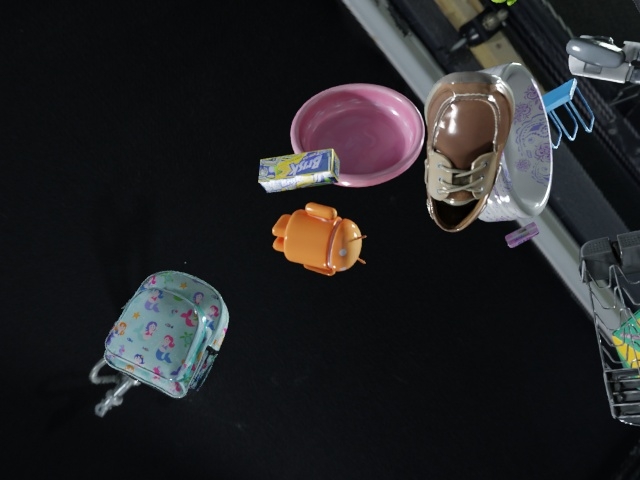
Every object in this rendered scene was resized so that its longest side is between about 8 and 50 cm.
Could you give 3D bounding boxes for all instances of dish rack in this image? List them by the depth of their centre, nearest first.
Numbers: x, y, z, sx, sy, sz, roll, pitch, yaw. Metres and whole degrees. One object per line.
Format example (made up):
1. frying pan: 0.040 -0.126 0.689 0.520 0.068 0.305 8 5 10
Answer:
1. dish rack: 0.428 0.096 0.648 0.074 0.208 0.272 45 -140 -41

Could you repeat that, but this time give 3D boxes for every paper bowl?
1. paper bowl: 0.321 -0.176 1.033 0.284 0.148 0.284 7 -99 -50

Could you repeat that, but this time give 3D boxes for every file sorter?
1. file sorter: 0.524 -0.270 1.264 0.104 0.170 0.118 52 -138 -11

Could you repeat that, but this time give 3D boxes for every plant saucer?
1. plant saucer: 0.093 -0.257 1.387 0.332 0.084 0.332 -2 -124 3

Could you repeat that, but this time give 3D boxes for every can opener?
1. can opener: 0.585 -0.309 0.982 0.093 0.280 0.074 -43 -36 -47

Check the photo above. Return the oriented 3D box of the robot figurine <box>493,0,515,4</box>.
1. robot figurine: 0.488 -0.677 1.459 0.101 0.067 0.115 51 -123 -7

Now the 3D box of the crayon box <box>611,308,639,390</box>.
1. crayon box: 0.636 0.250 0.903 0.081 0.278 0.165 -39 -57 -3

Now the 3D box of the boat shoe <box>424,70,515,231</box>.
1. boat shoe: 0.205 -0.108 0.774 0.123 0.324 0.116 1 -112 13

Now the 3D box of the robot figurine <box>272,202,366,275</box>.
1. robot figurine: 0.000 -0.001 1.269 0.219 0.128 0.158 12 -90 15

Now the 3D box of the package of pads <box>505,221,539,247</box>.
1. package of pads: 0.512 -0.013 1.392 0.083 0.050 0.032 -30 -107 15

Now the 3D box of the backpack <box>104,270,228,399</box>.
1. backpack: -0.330 0.196 1.209 0.225 0.191 0.254 24 -113 8

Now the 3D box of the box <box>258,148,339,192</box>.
1. box: -0.046 -0.150 1.181 0.168 0.054 0.059 -6 -114 19

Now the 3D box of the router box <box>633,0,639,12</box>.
1. router box: 0.395 -0.366 0.532 0.081 0.309 0.243 -39 -76 1
